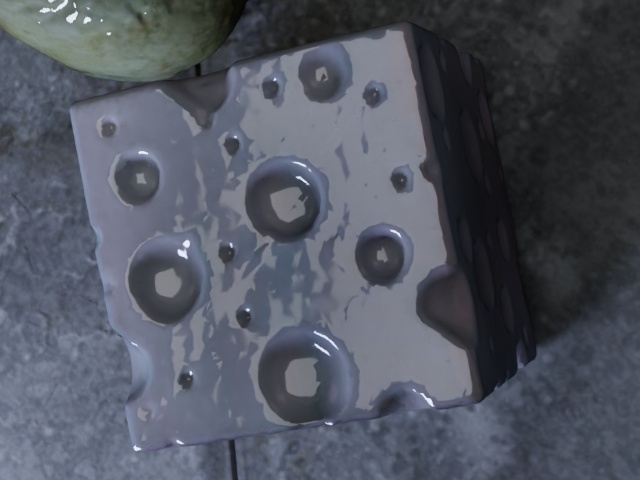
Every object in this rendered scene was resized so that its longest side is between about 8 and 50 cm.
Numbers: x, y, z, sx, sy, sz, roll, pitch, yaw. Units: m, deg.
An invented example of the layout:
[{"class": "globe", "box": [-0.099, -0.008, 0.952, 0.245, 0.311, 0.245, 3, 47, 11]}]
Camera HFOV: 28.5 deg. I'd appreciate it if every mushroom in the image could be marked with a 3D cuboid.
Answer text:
[{"class": "mushroom", "box": [-0.202, -0.236, 0.987, 0.189, 0.164, 0.267, -40, 81, 14]}]

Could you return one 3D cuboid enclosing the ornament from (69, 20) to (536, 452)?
[{"class": "ornament", "box": [0.000, 0.000, 0.893, 0.239, 0.240, 0.239, -11, 88, 18]}]
